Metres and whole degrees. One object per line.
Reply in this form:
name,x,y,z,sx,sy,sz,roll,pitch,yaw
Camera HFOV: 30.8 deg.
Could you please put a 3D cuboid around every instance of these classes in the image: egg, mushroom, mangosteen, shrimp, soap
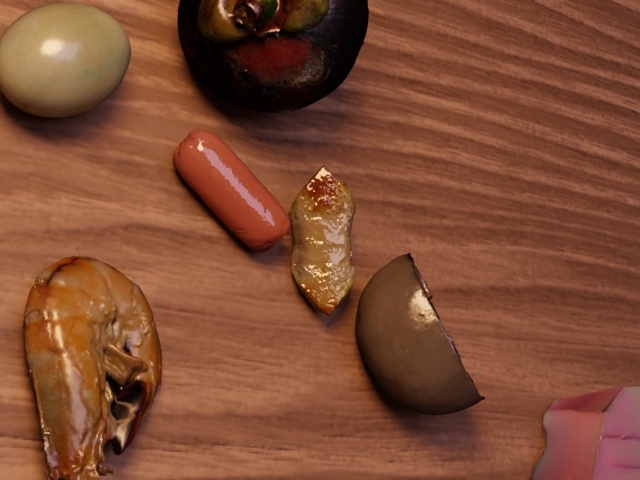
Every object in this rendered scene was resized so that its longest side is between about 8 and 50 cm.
egg,-0.258,-0.184,1.177,0.152,0.114,0.114,-27,88,-42
mushroom,0.101,0.114,1.321,0.117,0.141,0.188,-21,77,-6
mangosteen,-0.062,-0.244,1.282,0.216,0.216,0.216,15,63,-31
shrimp,-0.210,0.150,1.115,0.152,0.063,0.287,12,63,-45
soap,0.356,0.343,1.414,0.193,0.109,0.323,8,66,-34

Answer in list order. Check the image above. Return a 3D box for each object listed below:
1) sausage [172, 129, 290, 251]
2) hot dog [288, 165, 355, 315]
sausage,-0.098,-0.055,1.274,0.154,0.062,0.062,48,51,-11
hot dog,0.001,0.000,1.325,0.078,0.061,0.168,2,90,-3
